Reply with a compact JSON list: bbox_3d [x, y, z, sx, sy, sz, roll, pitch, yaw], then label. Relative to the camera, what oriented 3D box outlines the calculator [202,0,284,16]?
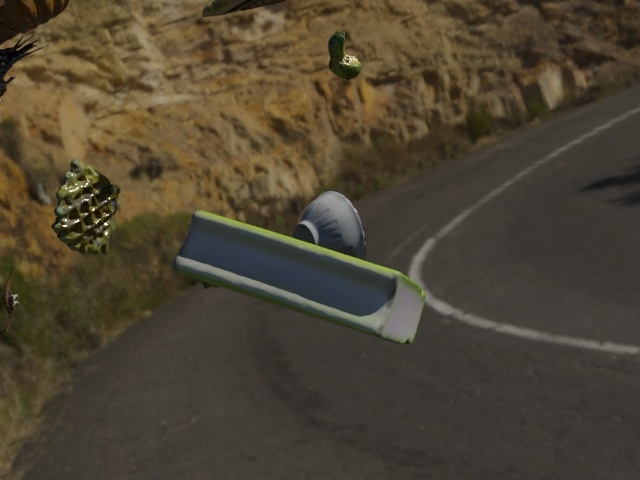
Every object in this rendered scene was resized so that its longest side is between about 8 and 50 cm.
[{"bbox_3d":[-0.125,-0.512,1.848,0.236,0.033,0.157,-19,6,-34],"label":"calculator"}]

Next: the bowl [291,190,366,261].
[{"bbox_3d":[0.000,0.000,1.745,0.086,0.189,0.189,-13,1,-35],"label":"bowl"}]

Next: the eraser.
[{"bbox_3d":[-0.019,0.052,1.119,0.274,0.092,0.210,16,-6,19],"label":"eraser"}]

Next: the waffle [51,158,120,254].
[{"bbox_3d":[-0.552,-0.071,2.103,0.054,0.204,0.223,7,-16,26],"label":"waffle"}]

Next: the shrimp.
[{"bbox_3d":[-0.800,-0.381,2.097,0.343,0.145,0.116,-38,37,-15],"label":"shrimp"}]

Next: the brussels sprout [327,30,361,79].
[{"bbox_3d":[0.035,-0.305,1.465,0.051,0.083,0.046,-42,35,-14],"label":"brussels sprout"}]

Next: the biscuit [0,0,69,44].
[{"bbox_3d":[-0.723,-0.539,2.075,0.326,0.107,0.326,-22,22,9],"label":"biscuit"}]

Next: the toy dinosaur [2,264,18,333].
[{"bbox_3d":[-0.814,0.153,2.316,0.037,0.180,0.058,-4,3,-10],"label":"toy dinosaur"}]
